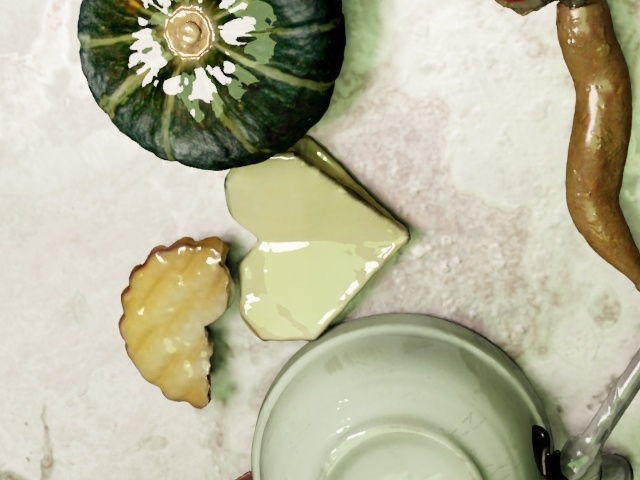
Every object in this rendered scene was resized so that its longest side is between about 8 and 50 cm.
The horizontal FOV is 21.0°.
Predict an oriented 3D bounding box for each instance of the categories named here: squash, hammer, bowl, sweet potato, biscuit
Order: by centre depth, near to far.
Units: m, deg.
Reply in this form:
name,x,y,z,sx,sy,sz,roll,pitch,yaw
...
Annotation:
name,x,y,z,sx,sy,sz,roll,pitch,yaw
squash,-0.100,-0.191,1.586,0.252,0.165,0.252,2,98,15
sweet potato,0.258,-0.086,1.603,0.067,0.059,0.281,-9,109,-7
hammer,0.341,0.066,1.627,0.044,0.152,0.427,42,106,41
bowl,0.078,0.234,1.684,0.307,0.163,0.307,1,102,4
biscuit,-0.142,0.070,1.735,0.118,0.061,0.183,18,114,13

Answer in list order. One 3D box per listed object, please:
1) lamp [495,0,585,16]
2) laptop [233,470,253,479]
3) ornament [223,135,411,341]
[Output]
name,x,y,z,sx,sy,sz,roll,pitch,yaw
lamp,0.144,-0.318,1.490,0.274,0.177,0.177,39,111,-3
laptop,-0.043,0.309,1.817,0.207,0.026,0.154,-33,97,18
ornament,0.000,0.000,1.691,0.180,0.059,0.201,-1,111,11
